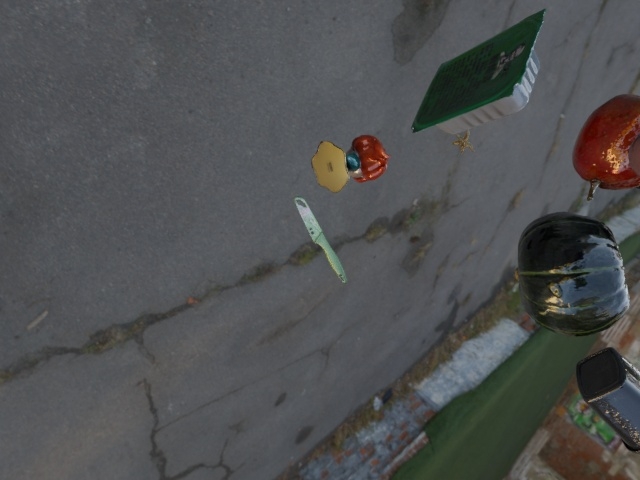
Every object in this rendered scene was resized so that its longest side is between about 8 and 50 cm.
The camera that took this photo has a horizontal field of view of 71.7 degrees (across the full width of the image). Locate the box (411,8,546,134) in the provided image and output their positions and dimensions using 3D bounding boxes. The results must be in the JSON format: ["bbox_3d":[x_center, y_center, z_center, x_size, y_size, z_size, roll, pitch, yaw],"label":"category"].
[{"bbox_3d":[0.404,-0.381,1.114,0.106,0.336,0.264,34,70,-26],"label":"box"}]

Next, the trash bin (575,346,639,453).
[{"bbox_3d":[0.910,0.476,1.297,0.182,0.290,0.209,-46,-176,35],"label":"trash bin"}]

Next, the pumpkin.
[{"bbox_3d":[0.628,0.083,1.128,0.323,0.241,0.323,33,51,-54],"label":"pumpkin"}]

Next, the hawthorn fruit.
[{"bbox_3d":[0.699,-0.209,1.044,0.205,0.205,0.253,16,113,-53],"label":"hawthorn fruit"}]

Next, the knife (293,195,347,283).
[{"bbox_3d":[0.000,0.000,0.907,0.030,0.207,0.014,-28,-177,10],"label":"knife"}]

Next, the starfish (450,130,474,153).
[{"bbox_3d":[0.489,-0.334,1.501,0.016,0.086,0.092,-49,159,-44],"label":"starfish"}]

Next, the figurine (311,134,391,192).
[{"bbox_3d":[0.123,-0.263,1.494,0.257,0.181,0.208,-23,150,-44],"label":"figurine"}]

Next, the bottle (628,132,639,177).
[{"bbox_3d":[0.546,-0.170,0.604,0.253,0.120,0.120,-36,142,-3],"label":"bottle"}]

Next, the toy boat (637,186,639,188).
[{"bbox_3d":[0.979,-0.171,1.169,0.092,0.319,0.141,-12,123,-44],"label":"toy boat"}]
